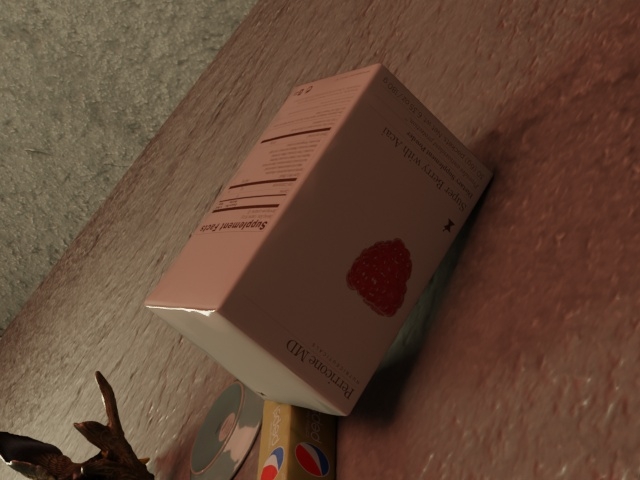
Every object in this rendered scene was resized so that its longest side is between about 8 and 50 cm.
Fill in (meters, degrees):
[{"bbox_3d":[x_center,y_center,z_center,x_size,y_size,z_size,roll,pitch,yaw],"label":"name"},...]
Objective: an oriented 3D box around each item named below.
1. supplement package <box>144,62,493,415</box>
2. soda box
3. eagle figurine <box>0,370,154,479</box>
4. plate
[{"bbox_3d":[0.000,0.000,1.181,0.293,0.177,0.175,-57,25,-18],"label":"supplement package"},{"bbox_3d":[-0.024,0.218,1.199,0.061,0.058,0.181,-50,21,30],"label":"soda box"},{"bbox_3d":[-0.341,0.347,1.671,0.298,0.225,0.226,-29,48,40],"label":"eagle figurine"},{"bbox_3d":[-0.122,0.238,1.490,0.188,0.024,0.188,-52,19,25],"label":"plate"}]
